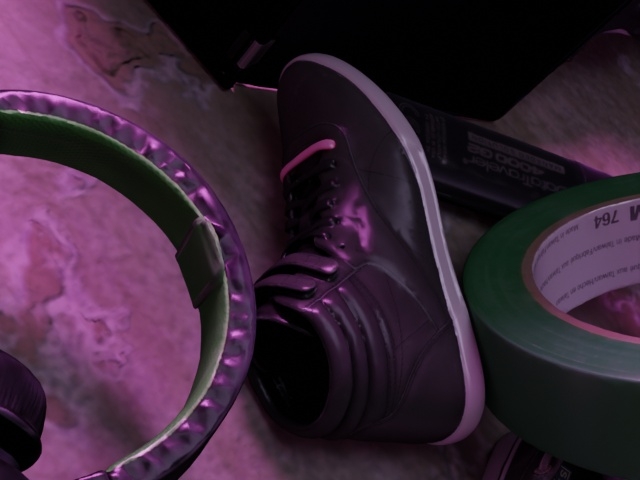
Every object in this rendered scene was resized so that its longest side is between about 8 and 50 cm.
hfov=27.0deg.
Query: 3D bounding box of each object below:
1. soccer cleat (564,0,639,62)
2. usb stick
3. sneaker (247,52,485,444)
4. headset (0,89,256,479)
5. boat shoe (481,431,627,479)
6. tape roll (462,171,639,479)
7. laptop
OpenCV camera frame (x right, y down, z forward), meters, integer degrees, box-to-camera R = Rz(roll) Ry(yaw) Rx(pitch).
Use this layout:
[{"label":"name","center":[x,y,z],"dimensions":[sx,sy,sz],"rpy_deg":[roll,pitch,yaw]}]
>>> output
[{"label":"soccer cleat","center":[0.240,-0.232,1.195],"dimensions":[0.318,0.108,0.116],"rpy_deg":[-23,59,-28]},{"label":"usb stick","center":[0.152,-0.048,1.074],"dimensions":[0.278,0.045,0.077],"rpy_deg":[17,59,-27]},{"label":"sneaker","center":[0.000,0.000,0.883],"dimensions":[0.147,0.104,0.295],"rpy_deg":[-2,66,-43]},{"label":"headset","center":[-0.215,0.035,0.644],"dimensions":[0.394,0.185,0.243],"rpy_deg":[-13,67,-25]},{"label":"boat shoe","center":[0.146,0.221,0.836],"dimensions":[0.113,0.105,0.306],"rpy_deg":[40,45,-7]},{"label":"tape roll","center":[0.260,0.045,0.915],"dimensions":[0.321,0.321,0.077],"rpy_deg":[-36,127,-45]},{"label":"laptop","center":[0.052,-0.295,0.932],"dimensions":[0.408,0.382,0.236],"rpy_deg":[49,44,2]}]
